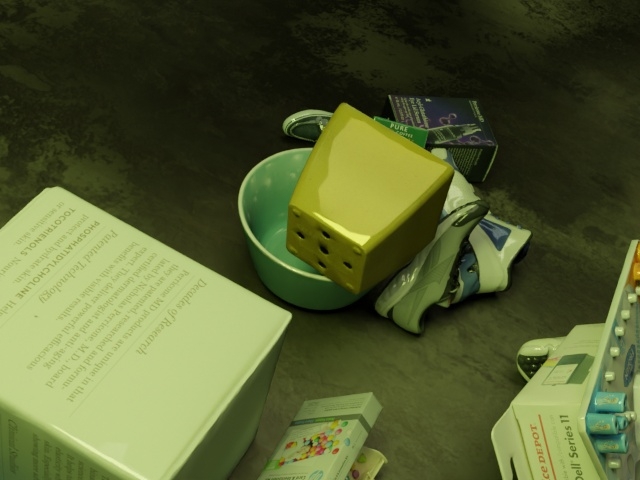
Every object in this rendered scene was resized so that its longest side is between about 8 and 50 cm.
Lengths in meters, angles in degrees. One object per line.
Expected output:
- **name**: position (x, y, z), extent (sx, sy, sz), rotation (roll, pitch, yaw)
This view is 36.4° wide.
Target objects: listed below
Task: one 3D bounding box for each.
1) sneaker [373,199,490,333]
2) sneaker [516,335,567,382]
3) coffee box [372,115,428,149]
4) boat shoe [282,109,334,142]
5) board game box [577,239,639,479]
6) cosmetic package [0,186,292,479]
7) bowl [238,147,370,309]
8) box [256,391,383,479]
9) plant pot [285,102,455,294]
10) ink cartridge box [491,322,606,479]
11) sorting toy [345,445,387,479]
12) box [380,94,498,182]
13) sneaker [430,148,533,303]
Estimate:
- **sneaker**: position (0.210, 0.044, 1.684), extent (0.108, 0.271, 0.100), rotation (40, 16, 14)
- **sneaker**: position (0.474, 0.206, 1.697), extent (0.292, 0.110, 0.118), rotation (6, 33, -13)
- **coffee box**: position (0.132, -0.138, 1.875), extent (0.113, 0.184, 0.040), rotation (13, 3, -3)
- **boat shoe**: position (0.019, -0.216, 1.980), extent (0.183, 0.065, 0.083), rotation (-2, 48, -18)
- **board game box**: position (0.517, 0.261, 1.479), extent (0.050, 0.390, 0.390), rotation (-7, 36, 36)
- **cosmetic package**: position (-0.306, 0.207, 1.327), extent (0.394, 0.329, 0.327), rotation (28, 47, 10)
- **bowl**: position (0.000, 0.000, 1.710), extent (0.312, 0.163, 0.311), rotation (7, 47, -8)
- **box**: position (-0.004, 0.310, 1.447), extent (0.038, 0.145, 0.186), rotation (54, 45, -22)
- **plant pot**: position (0.057, -0.046, 1.530), extent (0.212, 0.212, 0.187), rotation (33, 62, 15)
- **ink cartridge box**: position (0.398, 0.286, 1.460), extent (0.119, 0.207, 0.353), rotation (-7, 17, 38)
- **sorting toy**: position (0.050, 0.338, 1.469), extent (0.075, 0.045, 0.083), rotation (56, 47, -16)
- **box**: position (0.239, -0.210, 2.002), extent (0.207, 0.108, 0.153), rotation (-1, 48, -15)
- **sneaker**: position (0.293, -0.017, 1.842), extent (0.182, 0.127, 0.315), rotation (2, 55, -18)
